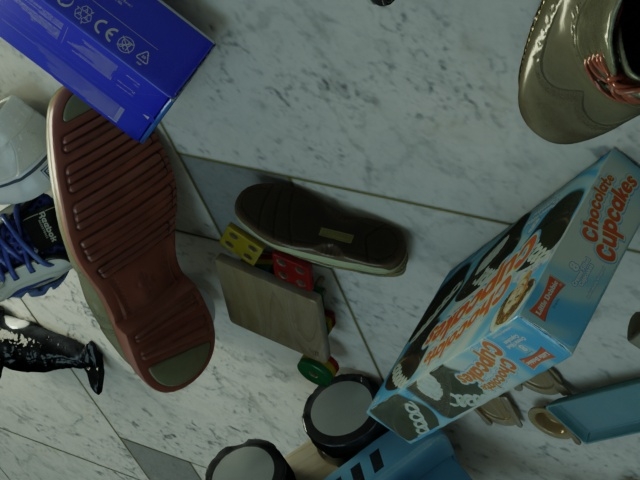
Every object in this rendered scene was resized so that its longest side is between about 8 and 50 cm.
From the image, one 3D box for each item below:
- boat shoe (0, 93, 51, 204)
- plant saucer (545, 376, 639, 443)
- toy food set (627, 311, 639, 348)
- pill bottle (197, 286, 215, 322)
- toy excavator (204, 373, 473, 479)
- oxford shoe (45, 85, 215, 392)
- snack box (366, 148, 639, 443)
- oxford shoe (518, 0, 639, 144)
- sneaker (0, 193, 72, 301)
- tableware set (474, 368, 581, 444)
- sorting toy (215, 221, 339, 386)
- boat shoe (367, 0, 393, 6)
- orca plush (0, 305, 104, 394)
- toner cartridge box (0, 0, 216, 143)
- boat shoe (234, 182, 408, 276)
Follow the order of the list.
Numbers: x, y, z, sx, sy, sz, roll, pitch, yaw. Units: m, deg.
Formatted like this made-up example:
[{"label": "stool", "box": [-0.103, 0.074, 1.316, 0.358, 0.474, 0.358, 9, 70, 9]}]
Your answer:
[{"label": "boat shoe", "box": [-0.454, -0.112, 1.729, 0.367, 0.136, 0.156, -5, 134, 45]}, {"label": "plant saucer", "box": [0.315, 0.167, 1.488, 0.067, 0.018, 0.192, 42, 146, -17]}, {"label": "toy food set", "box": [0.413, 0.060, 1.184, 0.219, 0.092, 0.306, 34, 144, 0]}, {"label": "pill bottle", "box": [-0.200, 0.095, 1.841, 0.086, 0.086, 0.152, 47, 149, -24]}, {"label": "toy excavator", "box": [0.148, 0.353, 1.710, 0.445, 0.433, 0.222, 46, 166, 43]}, {"label": "oxford shoe", "box": [-0.239, -0.010, 1.639, 0.146, 0.140, 0.397, 28, 138, 46]}, {"label": "snack box", "box": [0.163, 0.059, 1.312, 0.060, 0.187, 0.322, 36, 151, -5]}, {"label": "oxford shoe", "box": [0.210, -0.143, 1.008, 0.123, 0.130, 0.348, 33, 152, 0]}, {"label": "sneaker", "box": [-0.394, 0.015, 1.749, 0.182, 0.315, 0.127, -33, 83, 46]}, {"label": "tableware set", "box": [0.209, 0.170, 1.612, 0.168, 0.020, 0.141, 4, 140, 42]}, {"label": "sorting toy", "box": [-0.046, 0.061, 1.673, 0.132, 0.046, 0.274, 22, 150, 20]}, {"label": "boat shoe", "box": [0.064, -0.222, 1.129, 0.038, 0.046, 0.125, 32, 144, 13]}, {"label": "orca plush", "box": [-0.454, 0.188, 2.224, 0.287, 0.102, 0.151, 19, 149, 24]}, {"label": "toner cartridge box", "box": [-0.272, -0.241, 1.381, 0.348, 0.075, 0.165, 38, 162, -8]}, {"label": "boat shoe", "box": [0.000, 0.000, 1.519, 0.190, 0.068, 0.072, 23, 162, 18]}]
